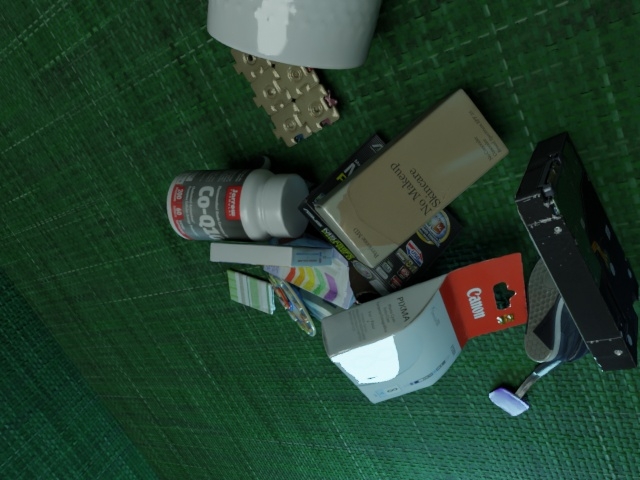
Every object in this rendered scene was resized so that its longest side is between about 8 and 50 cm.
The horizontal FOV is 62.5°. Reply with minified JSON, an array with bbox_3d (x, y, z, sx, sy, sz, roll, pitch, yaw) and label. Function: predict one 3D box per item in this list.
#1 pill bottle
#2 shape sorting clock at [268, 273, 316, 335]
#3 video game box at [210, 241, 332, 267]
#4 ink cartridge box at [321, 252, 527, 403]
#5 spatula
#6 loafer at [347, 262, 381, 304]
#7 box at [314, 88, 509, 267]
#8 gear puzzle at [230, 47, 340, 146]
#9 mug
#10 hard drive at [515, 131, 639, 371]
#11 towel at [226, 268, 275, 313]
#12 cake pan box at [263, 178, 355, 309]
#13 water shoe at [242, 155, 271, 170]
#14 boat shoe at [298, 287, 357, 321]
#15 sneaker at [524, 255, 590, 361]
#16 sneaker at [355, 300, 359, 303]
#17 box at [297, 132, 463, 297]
[{"bbox_3d":[-0.178,-0.077,1.160,0.283,0.161,0.161,2,122,25],"label":"pill bottle"},{"bbox_3d":[-0.077,0.166,1.385,0.206,0.040,0.206,54,167,20],"label":"shape sorting clock"},{"bbox_3d":[-0.104,0.031,1.158,0.205,0.187,0.048,3,92,28],"label":"video game box"},{"bbox_3d":[0.231,0.192,1.050,0.385,0.091,0.308,-20,142,11],"label":"ink cartridge box"},{"bbox_3d":[0.484,0.321,1.209,0.084,0.030,0.296,33,133,11],"label":"spatula"},{"bbox_3d":[0.172,0.170,1.182,0.134,0.130,0.366,-23,126,36],"label":"loafer"},{"bbox_3d":[0.153,-0.106,0.932,0.148,0.311,0.121,49,177,-8],"label":"box"},{"bbox_3d":[-0.094,-0.369,1.084,0.175,0.044,0.339,-21,105,41],"label":"gear puzzle"},{"bbox_3d":[-0.048,-0.495,0.838,0.374,0.276,0.328,45,133,40],"label":"mug"},{"bbox_3d":[0.439,0.014,0.883,0.064,0.237,0.339,-20,110,39],"label":"hard drive"},{"bbox_3d":[-0.199,0.144,1.519,0.152,0.023,0.113,17,126,24],"label":"towel"},{"bbox_3d":[0.000,0.000,1.242,0.245,0.070,0.267,24,122,14],"label":"cake pan box"},{"bbox_3d":[-0.165,-0.132,1.284,0.080,0.073,0.203,29,137,-27],"label":"water shoe"},{"bbox_3d":[0.039,0.190,1.371,0.227,0.079,0.081,35,152,10],"label":"boat shoe"},{"bbox_3d":[0.487,0.130,1.043,0.086,0.163,0.226,9,87,58],"label":"sneaker"},{"bbox_3d":[0.115,0.159,1.317,0.067,0.042,0.118,-13,106,33],"label":"sneaker"},{"bbox_3d":[0.122,-0.045,1.053,0.270,0.216,0.060,47,161,-4],"label":"box"}]
